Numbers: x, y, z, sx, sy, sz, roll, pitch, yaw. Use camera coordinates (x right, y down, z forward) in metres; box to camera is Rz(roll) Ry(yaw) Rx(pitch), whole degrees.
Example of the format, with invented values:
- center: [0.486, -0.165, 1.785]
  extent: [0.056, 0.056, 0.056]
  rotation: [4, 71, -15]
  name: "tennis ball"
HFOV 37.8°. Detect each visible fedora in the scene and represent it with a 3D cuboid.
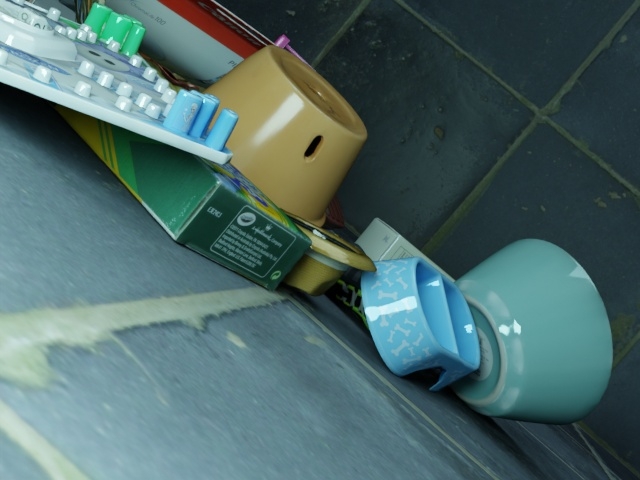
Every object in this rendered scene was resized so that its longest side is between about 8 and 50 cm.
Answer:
- center: [-0.019, 0.021, 1.224]
  extent: [0.194, 0.079, 0.194]
  rotation: [27, 5, -2]
  name: "fedora"

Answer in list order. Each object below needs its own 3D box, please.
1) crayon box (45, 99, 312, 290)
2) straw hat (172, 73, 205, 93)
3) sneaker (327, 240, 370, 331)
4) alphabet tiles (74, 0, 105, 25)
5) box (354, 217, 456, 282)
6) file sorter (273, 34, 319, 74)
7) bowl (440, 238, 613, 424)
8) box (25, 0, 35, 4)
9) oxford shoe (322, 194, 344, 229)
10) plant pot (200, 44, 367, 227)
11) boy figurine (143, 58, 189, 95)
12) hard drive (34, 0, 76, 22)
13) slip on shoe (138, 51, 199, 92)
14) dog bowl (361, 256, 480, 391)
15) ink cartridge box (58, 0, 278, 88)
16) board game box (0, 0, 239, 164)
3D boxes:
- center: [-0.175, -0.091, 1.106]
  extent: [0.323, 0.083, 0.203]
  rotation: [42, 5, 33]
  name: "crayon box"
- center: [-0.336, -0.333, 2.272]
  extent: [0.144, 0.144, 0.061]
  rotation: [41, -38, 9]
  name: "straw hat"
- center: [0.045, 0.082, 1.459]
  extent: [0.097, 0.084, 0.235]
  rotation: [-1, 31, -28]
  name: "sneaker"
- center: [-0.310, -0.375, 1.265]
  extent: [0.011, 0.342, 0.285]
  rotation: [1, 39, -21]
  name: "alphabet tiles"
- center: [0.185, 0.111, 1.738]
  extent: [0.311, 0.148, 0.121]
  rotation: [40, 3, -25]
  name: "box"
- center: [-0.113, -0.256, 1.957]
  extent: [0.182, 0.291, 0.202]
  rotation: [42, 4, -8]
  name: "file sorter"
- center: [0.297, 0.160, 1.511]
  extent: [0.163, 0.311, 0.311]
  rotation: [-8, 33, -29]
  name: "bowl"
- center: [-0.470, -0.435, 1.375]
  extent: [0.143, 0.191, 0.381]
  rotation: [38, 6, -31]
  name: "box"
- center: [-0.026, -0.065, 1.967]
  extent: [0.348, 0.130, 0.123]
  rotation: [-33, 103, -86]
  name: "oxford shoe"
- center: [-0.069, -0.150, 1.392]
  extent: [0.291, 0.203, 0.291]
  rotation: [39, 18, -15]
  name: "plant pot"
- center: [-0.327, -0.283, 1.699]
  extent: [0.177, 0.092, 0.285]
  rotation: [42, 4, 34]
  name: "boy figurine"
- center: [-0.512, -0.426, 1.794]
  extent: [0.307, 0.040, 0.203]
  rotation: [44, 11, 33]
  name: "hard drive"
- center: [-0.406, -0.397, 2.112]
  extent: [0.331, 0.101, 0.123]
  rotation: [40, 6, 9]
  name: "slip on shoe"
- center: [0.152, 0.116, 1.334]
  extent: [0.297, 0.074, 0.166]
  rotation: [33, 43, -58]
  name: "dog bowl"
- center: [-0.216, -0.330, 1.534]
  extent: [0.308, 0.091, 0.385]
  rotation: [29, -1, -40]
  name: "ink cartridge box"
- center: [-0.305, -0.227, 0.935]
  extent: [0.390, 0.050, 0.390]
  rotation: [19, 17, -34]
  name: "board game box"
